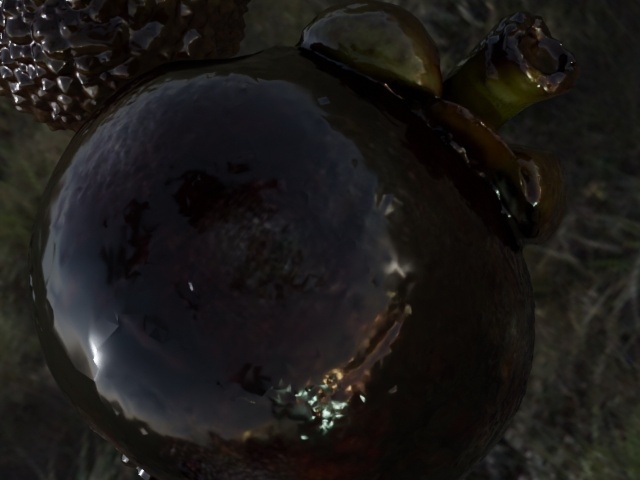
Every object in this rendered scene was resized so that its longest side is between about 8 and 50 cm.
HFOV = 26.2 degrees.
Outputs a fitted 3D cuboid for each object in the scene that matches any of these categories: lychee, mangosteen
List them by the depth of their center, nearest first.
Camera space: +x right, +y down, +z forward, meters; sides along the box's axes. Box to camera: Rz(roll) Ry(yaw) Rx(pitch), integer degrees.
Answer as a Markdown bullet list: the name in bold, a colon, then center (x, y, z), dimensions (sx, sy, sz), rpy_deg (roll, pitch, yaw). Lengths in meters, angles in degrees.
- **mangosteen**: center (-0.015, 0.012, 0.765), dimensions (0.297, 0.297, 0.293), rpy_deg (8, 90, 41)
- **lychee**: center (-0.168, -0.187, 1.048), dimensions (0.236, 0.236, 0.271), rpy_deg (-50, 16, 8)
